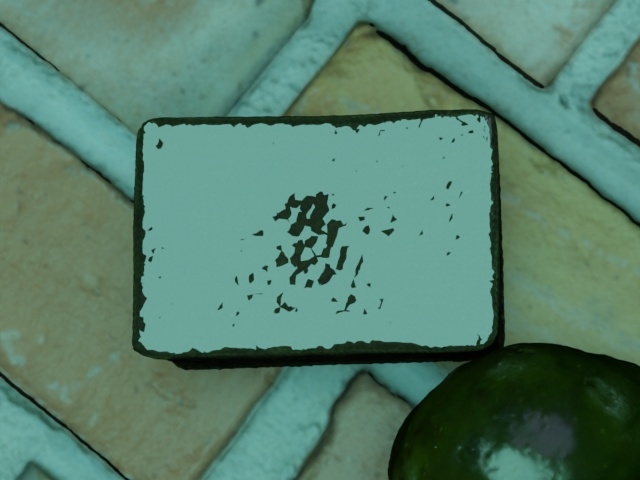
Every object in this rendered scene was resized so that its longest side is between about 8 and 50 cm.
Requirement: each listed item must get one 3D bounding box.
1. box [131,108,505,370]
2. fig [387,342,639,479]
[{"bbox_3d":[0.001,0.000,1.408,0.273,0.143,0.184,-2,82,7],"label":"box"},{"bbox_3d":[0.165,0.154,1.359,0.195,0.195,0.245,41,51,11],"label":"fig"}]
